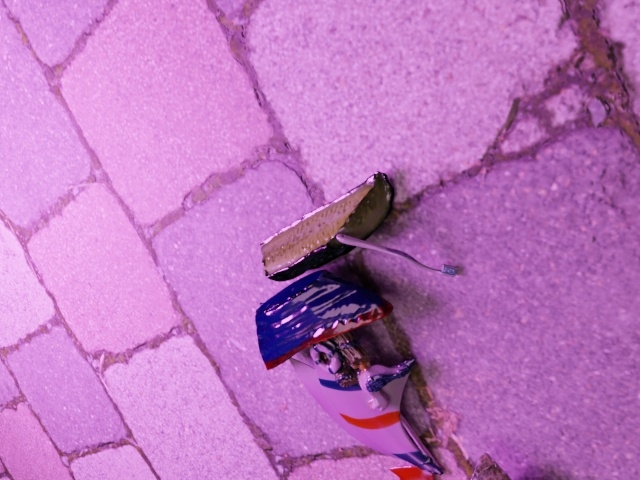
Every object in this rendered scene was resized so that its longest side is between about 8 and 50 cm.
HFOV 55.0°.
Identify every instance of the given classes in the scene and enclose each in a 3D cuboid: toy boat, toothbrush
[{"bbox_3d":[0.027,0.175,0.766,0.219,0.072,0.318,-2,119,34],"label":"toy boat"},{"bbox_3d":[0.079,0.016,0.640,0.131,0.011,0.013,16,112,-3],"label":"toothbrush"}]

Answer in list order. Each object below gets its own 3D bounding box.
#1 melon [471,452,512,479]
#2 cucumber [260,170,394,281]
[{"bbox_3d":[0.231,0.329,0.663,0.139,0.093,0.203,-4,100,40],"label":"melon"},{"bbox_3d":[0.000,0.000,0.694,0.046,0.070,0.220,37,137,-23],"label":"cucumber"}]
